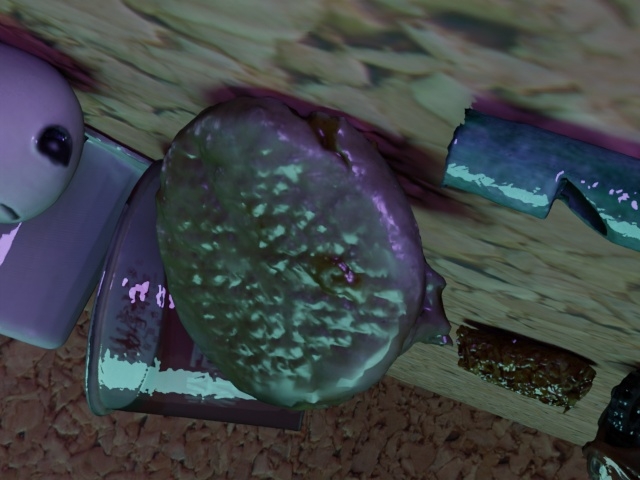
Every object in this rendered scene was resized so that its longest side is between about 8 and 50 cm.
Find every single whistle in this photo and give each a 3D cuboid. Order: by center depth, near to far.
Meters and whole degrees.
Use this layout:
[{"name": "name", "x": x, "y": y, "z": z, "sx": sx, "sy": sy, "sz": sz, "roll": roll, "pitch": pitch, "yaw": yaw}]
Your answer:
[{"name": "whistle", "x": 0.141, "y": -0.008, "z": 0.346, "sx": 0.186, "sy": 0.039, "sz": 0.039, "roll": 20, "pitch": 171, "yaw": 14}]

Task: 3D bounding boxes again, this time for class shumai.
[{"name": "shumai", "x": 0.000, "y": 0.000, "z": 0.533, "sx": 0.201, "sy": 0.201, "sz": 0.120, "roll": 18, "pitch": -149, "yaw": 30}]

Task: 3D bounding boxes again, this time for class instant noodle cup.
[{"name": "instant noodle cup", "x": -0.084, "y": 0.059, "z": 0.772, "sx": 0.178, "sy": 0.234, "sz": 0.235, "roll": 12, "pitch": 171, "yaw": 3}]

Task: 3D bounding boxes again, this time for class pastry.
[{"name": "pastry", "x": 0.216, "y": 0.141, "z": 0.966, "sx": 0.169, "sy": 0.063, "sz": 0.087, "roll": 13, "pitch": 169, "yaw": 45}]

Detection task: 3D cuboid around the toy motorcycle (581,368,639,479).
[{"name": "toy motorcycle", "x": 0.329, "y": 0.203, "z": 0.875, "sx": 0.212, "sy": 0.118, "sz": 0.084, "roll": 30, "pitch": 178, "yaw": -43}]

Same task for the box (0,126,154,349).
[{"name": "box", "x": -0.305, "y": -0.012, "z": 0.894, "sx": 0.262, "sy": 0.206, "sz": 0.291, "roll": 22, "pitch": 169, "yaw": 8}]

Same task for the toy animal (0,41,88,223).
[{"name": "toy animal", "x": -0.249, "y": -0.078, "z": 0.577, "sx": 0.179, "sy": 0.138, "sz": 0.166, "roll": 31, "pitch": -174, "yaw": -17}]
